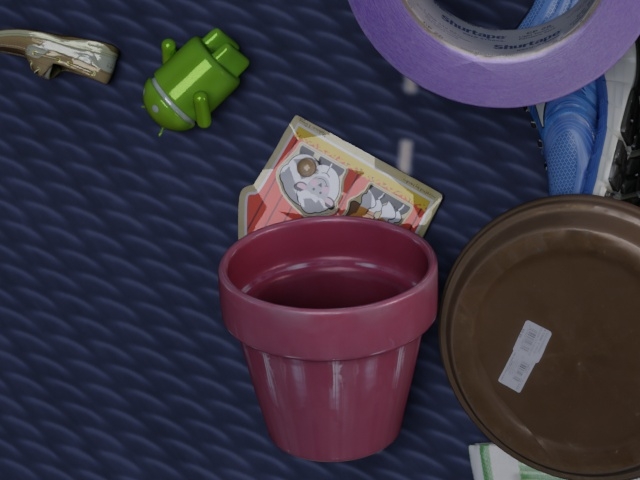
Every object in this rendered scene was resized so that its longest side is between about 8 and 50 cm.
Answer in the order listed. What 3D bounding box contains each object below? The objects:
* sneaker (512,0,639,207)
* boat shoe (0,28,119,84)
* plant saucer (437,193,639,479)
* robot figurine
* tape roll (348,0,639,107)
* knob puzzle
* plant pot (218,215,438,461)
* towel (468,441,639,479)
[{"bbox_3d":[0.235,-0.134,1.816,0.147,0.130,0.330,3,87,29],"label":"sneaker"},{"bbox_3d":[-0.272,-0.185,1.973,0.135,0.050,0.045,9,86,15],"label":"boat shoe"},{"bbox_3d":[0.234,0.096,1.756,0.278,0.041,0.277,7,110,19],"label":"plant saucer"},{"bbox_3d":[-0.126,-0.154,1.925,0.115,0.067,0.101,-41,52,11],"label":"robot figurine"},{"bbox_3d":[0.157,-0.256,1.674,0.275,0.090,0.274,3,111,8],"label":"tape roll"},{"bbox_3d":[0.000,0.000,1.909,0.213,0.030,0.213,0,90,14],"label":"knob puzzle"},{"bbox_3d":[0.009,0.098,1.820,0.201,0.201,0.180,5,117,15],"label":"plant pot"},{"bbox_3d":[0.314,0.283,1.821,0.325,0.038,0.247,-9,88,13],"label":"towel"}]
